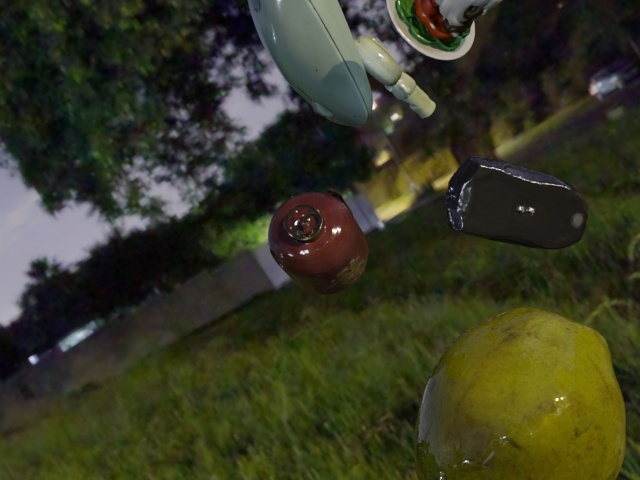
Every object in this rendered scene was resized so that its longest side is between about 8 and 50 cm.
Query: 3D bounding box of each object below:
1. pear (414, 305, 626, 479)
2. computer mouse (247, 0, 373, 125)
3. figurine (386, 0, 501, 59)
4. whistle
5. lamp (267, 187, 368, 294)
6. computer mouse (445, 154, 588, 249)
[{"bbox_3d":[0.337,0.316,1.643,0.352,0.352,0.413,162,132,-83],"label":"pear"},{"bbox_3d":[-0.028,-0.283,1.384,0.097,0.288,0.159,-33,25,-23],"label":"computer mouse"},{"bbox_3d":[0.163,-0.299,1.116,0.132,0.132,0.154,-35,-1,-35],"label":"figurine"},{"bbox_3d":[0.152,-0.354,2.057,0.067,0.258,0.126,-46,29,10],"label":"whistle"},{"bbox_3d":[0.000,0.000,1.804,0.180,0.180,0.258,-34,-25,-1],"label":"lamp"},{"bbox_3d":[0.290,-0.052,1.437,0.073,0.217,0.122,-135,59,-77],"label":"computer mouse"}]
